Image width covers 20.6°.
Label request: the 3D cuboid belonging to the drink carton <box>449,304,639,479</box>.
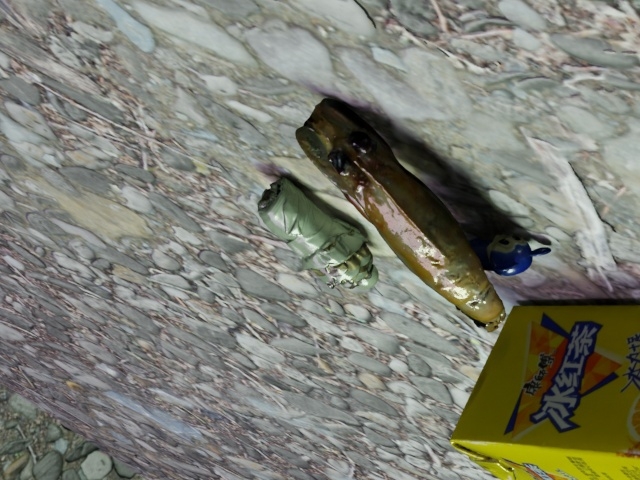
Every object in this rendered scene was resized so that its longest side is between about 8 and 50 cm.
[{"bbox_3d":[0.277,0.141,1.495,0.111,0.155,0.351,38,158,-27],"label":"drink carton"}]

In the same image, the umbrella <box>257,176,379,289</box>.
[{"bbox_3d":[0.000,0.000,1.649,0.143,0.062,0.067,39,-174,-25],"label":"umbrella"}]

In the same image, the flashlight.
[{"bbox_3d":[0.145,0.010,1.521,0.121,0.057,0.035,6,115,61],"label":"flashlight"}]

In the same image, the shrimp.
[{"bbox_3d":[0.068,-0.018,1.488,0.253,0.058,0.173,48,176,-12],"label":"shrimp"}]
